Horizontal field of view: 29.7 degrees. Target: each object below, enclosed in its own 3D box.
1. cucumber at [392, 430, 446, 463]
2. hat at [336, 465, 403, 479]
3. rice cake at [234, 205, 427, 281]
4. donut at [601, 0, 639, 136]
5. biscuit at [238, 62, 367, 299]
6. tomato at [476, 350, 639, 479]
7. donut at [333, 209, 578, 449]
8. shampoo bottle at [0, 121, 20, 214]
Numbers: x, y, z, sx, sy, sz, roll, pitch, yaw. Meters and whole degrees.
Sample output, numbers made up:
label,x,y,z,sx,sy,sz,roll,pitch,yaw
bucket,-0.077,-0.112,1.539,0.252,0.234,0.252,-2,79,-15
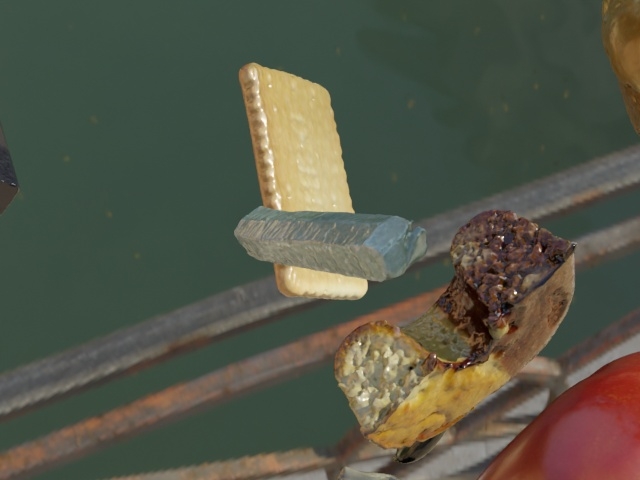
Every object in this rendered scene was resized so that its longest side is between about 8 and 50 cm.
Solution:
label,x,y,z,sx,sy,sz,roll,pitch,yaw
cucumber,0.170,0.161,1.491,0.056,0.056,0.284,33,102,25
hat,0.058,0.435,1.610,0.149,0.244,0.214,7,52,-3
rice cake,0.000,0.000,0.959,0.045,0.042,0.245,-42,22,-21
donut,0.272,-0.116,0.700,0.208,0.128,0.261,-8,34,16
biscuit,-0.019,-0.059,1.276,0.030,0.160,0.249,-18,78,31
tomato,0.134,0.138,0.529,0.195,0.195,0.136,-39,74,-17
donut,0.107,0.075,0.981,0.217,0.141,0.085,-41,61,-3
shampoo bottle,-0.393,-0.138,1.277,0.098,0.071,0.309,-45,48,23
